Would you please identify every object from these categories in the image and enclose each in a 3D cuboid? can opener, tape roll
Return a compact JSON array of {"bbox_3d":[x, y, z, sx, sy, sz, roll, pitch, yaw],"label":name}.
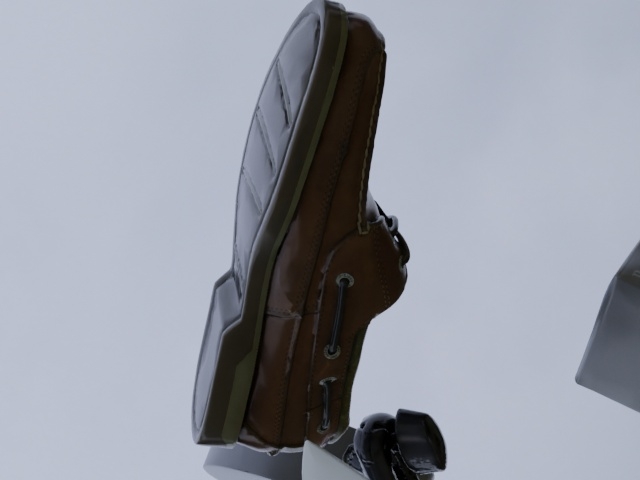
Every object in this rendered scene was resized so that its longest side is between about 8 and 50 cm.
[{"bbox_3d":[0.065,0.202,0.978,0.059,0.073,0.186,-55,-37,-38],"label":"can opener"},{"bbox_3d":[-0.001,0.229,1.219,0.219,0.219,0.072,40,-117,-45],"label":"tape roll"}]

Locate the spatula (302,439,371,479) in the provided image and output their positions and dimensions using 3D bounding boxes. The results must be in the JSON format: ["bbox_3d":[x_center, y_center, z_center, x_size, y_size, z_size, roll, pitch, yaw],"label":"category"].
[{"bbox_3d":[0.071,0.228,0.651,0.019,0.242,0.168,-21,-49,-47],"label":"spatula"}]

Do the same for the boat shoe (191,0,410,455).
[{"bbox_3d":[0.000,0.000,0.768,0.104,0.111,0.307,9,-57,-13],"label":"boat shoe"}]

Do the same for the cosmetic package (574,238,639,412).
[{"bbox_3d":[0.298,0.076,0.788,0.127,0.238,0.107,-46,-24,-48],"label":"cosmetic package"}]
